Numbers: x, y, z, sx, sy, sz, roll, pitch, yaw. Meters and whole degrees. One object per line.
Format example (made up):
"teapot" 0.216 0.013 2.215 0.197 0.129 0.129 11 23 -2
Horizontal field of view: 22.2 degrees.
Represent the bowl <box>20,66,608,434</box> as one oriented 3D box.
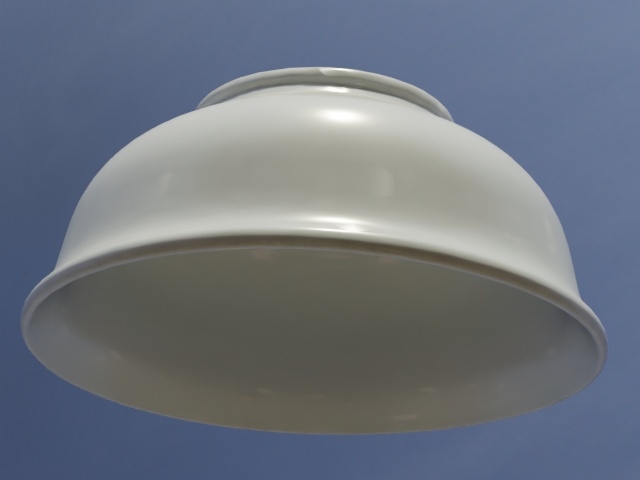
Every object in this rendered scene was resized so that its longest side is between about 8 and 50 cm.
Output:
"bowl" 0.000 0.000 0.850 0.298 0.298 0.134 7 -112 -10
